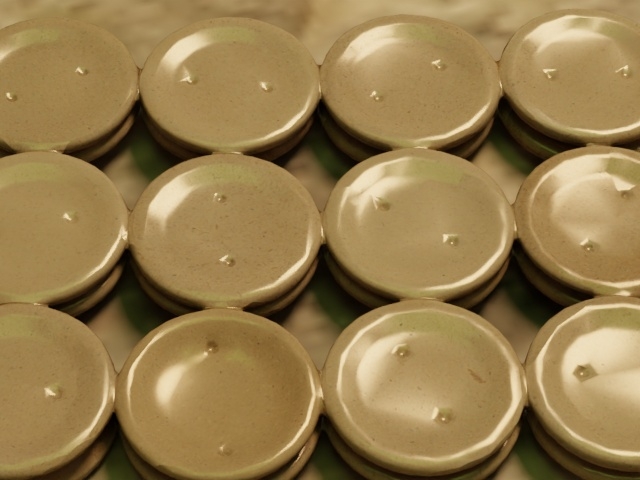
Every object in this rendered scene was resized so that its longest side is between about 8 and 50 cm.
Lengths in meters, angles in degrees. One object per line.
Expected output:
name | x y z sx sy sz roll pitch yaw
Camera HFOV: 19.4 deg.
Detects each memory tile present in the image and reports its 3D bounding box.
memory tile | 0.000 0.000 0.359 0.148 0.012 0.113 0 52 -2
